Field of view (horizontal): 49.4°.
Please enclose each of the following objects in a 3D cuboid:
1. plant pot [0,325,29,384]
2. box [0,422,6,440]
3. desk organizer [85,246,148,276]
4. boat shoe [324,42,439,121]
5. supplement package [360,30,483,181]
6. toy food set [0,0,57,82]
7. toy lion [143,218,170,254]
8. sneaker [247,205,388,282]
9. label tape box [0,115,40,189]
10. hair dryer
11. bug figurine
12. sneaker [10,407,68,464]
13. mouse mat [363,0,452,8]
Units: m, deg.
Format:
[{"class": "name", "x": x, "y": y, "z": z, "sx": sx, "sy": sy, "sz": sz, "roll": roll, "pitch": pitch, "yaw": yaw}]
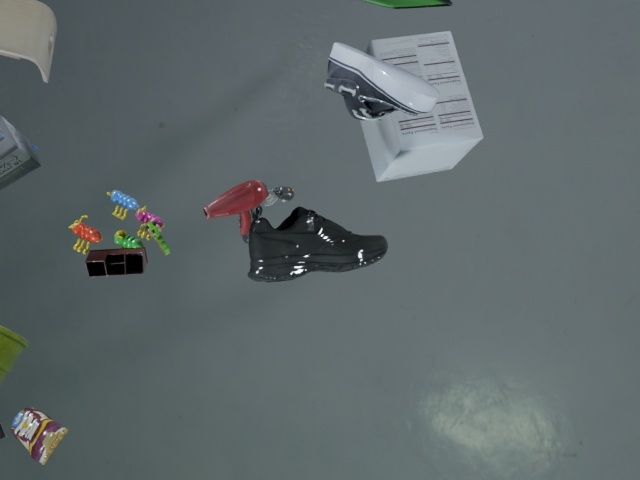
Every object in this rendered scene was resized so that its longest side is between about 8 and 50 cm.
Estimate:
[{"class": "plant pot", "x": -0.826, "y": 0.300, "z": 1.355, "sx": 0.367, "sy": 0.366, "sz": 0.352, "roll": 13, "pitch": 68, "yaw": 13}, {"class": "box", "x": -0.460, "y": 0.176, "z": 0.691, "sx": 0.044, "sy": 0.233, "sz": 0.159, "roll": -33, "pitch": 81, "yaw": 40}, {"class": "desk organizer", "x": -0.470, "y": 0.051, "z": 1.603, "sx": 0.130, "sy": 0.050, "sz": 0.047, "roll": -3, "pitch": 119, "yaw": -3}, {"class": "boat shoe", "x": 0.086, "y": -0.242, "z": 1.140, "sx": 0.108, "sy": 0.301, "sz": 0.102, "roll": 9, "pitch": 112, "yaw": -32}, {"class": "supplement package", "x": 0.211, "y": -0.301, "z": 1.586, "sx": 0.198, "sy": 0.199, "sz": 0.262, "roll": -11, "pitch": 77, "yaw": -14}, {"class": "toy food set", "x": -0.736, "y": -0.450, "z": 1.497, "sx": 0.306, "sy": 0.219, "sz": 0.092, "roll": 9, "pitch": 136, "yaw": -22}, {"class": "toy lion", "x": -0.459, "y": -0.005, "z": 1.974, "sx": 0.034, "sy": 0.100, "sz": 0.096, "roll": -31, "pitch": 117, "yaw": -16}, {"class": "sneaker", "x": 0.000, "y": 0.000, "z": 1.265, "sx": 0.109, "sy": 0.286, "sz": 0.130, "roll": -14, "pitch": 83, "yaw": 58}, {"class": "label tape box", "x": -0.812, "y": -0.172, "z": 1.658, "sx": 0.241, "sy": 0.333, "sz": 0.106, "roll": -33, "pitch": 81, "yaw": -6}, {"class": "hair dryer", "x": -0.213, "y": -0.075, "z": 2.023, "sx": 0.080, "sy": 0.294, "sz": 0.223, "roll": 46, "pitch": 113, "yaw": 38}, {"class": "bug figurine", "x": -0.576, "y": -0.051, "z": 2.008, "sx": 0.216, "sy": 0.279, "sz": 0.072, "roll": 24, "pitch": 127, "yaw": 5}, {"class": "sneaker", "x": -0.470, "y": 0.316, "z": 1.141, "sx": 0.084, "sy": 0.069, "sz": 0.185, "roll": 37, "pitch": 155, "yaw": -10}, {"class": "mouse mat", "x": -0.022, "y": -0.172, "z": 0.448, "sx": 0.190, "sy": 0.152, "sz": 0.007, "roll": 8, "pitch": 106, "yaw": -11}]
